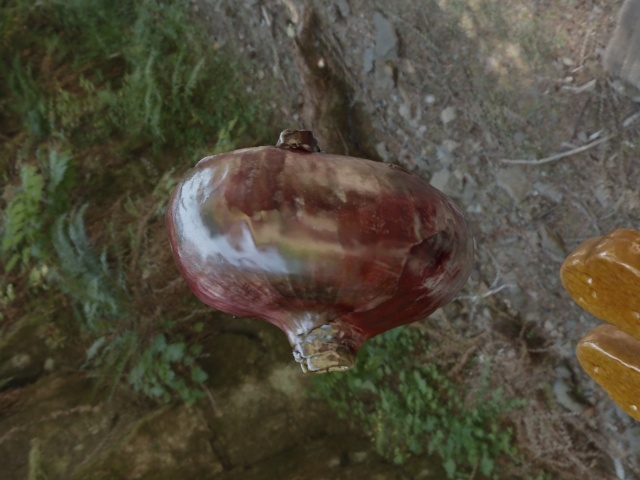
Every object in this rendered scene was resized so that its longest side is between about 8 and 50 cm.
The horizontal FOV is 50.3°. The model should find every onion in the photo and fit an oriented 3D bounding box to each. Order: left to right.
[{"bbox_3d":[0.000,0.000,0.431,0.098,0.205,0.151,98,173,-65],"label":"onion"}]

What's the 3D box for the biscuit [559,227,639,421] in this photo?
[{"bbox_3d":[0.294,0.106,0.415,0.334,0.047,0.202,34,158,52],"label":"biscuit"}]
